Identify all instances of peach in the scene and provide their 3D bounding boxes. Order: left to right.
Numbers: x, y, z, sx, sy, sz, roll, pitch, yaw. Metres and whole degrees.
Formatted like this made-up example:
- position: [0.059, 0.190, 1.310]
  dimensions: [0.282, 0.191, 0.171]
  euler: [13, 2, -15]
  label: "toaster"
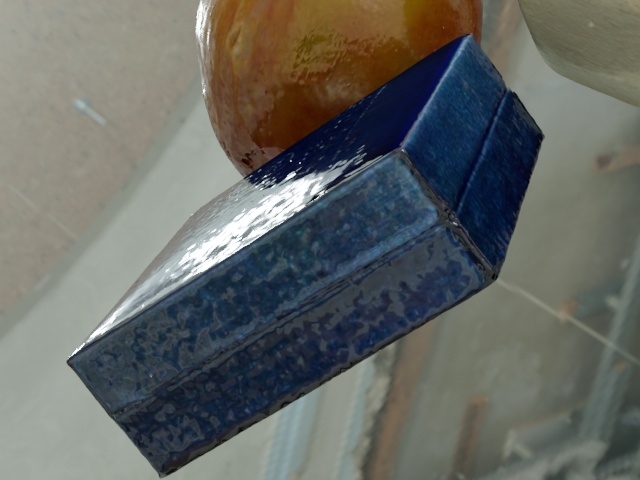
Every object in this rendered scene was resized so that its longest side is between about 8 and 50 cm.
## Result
- position: [0.009, -0.156, 1.179]
  dimensions: [0.281, 0.238, 0.281]
  euler: [-37, -36, -33]
  label: "peach"

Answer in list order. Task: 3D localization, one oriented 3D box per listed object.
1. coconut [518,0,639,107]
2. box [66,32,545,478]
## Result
- position: [0.251, -0.212, 1.002]
  dimensions: [0.237, 0.266, 0.237]
  euler: [-29, -42, -30]
  label: "coconut"
- position: [0.000, 0.000, 0.957]
  dimensions: [0.279, 0.116, 0.261]
  euler: [-31, 11, 25]
  label: "box"
